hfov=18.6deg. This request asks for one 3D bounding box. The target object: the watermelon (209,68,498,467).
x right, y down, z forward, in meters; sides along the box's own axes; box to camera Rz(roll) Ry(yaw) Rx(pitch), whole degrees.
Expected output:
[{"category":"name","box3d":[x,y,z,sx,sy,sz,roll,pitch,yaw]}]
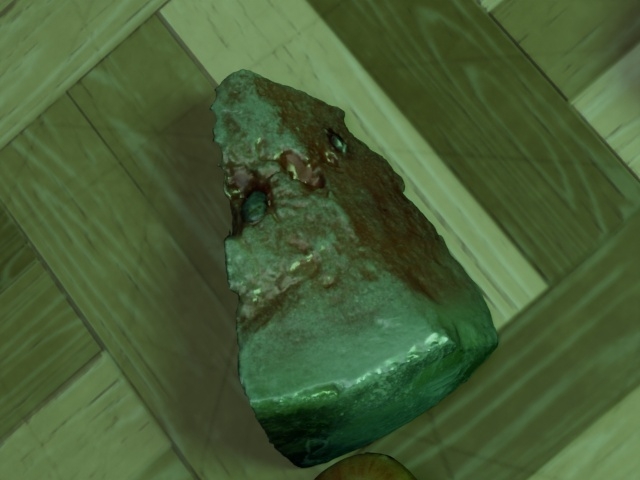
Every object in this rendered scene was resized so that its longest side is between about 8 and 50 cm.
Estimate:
[{"category":"watermelon","box3d":[0.000,0.000,1.218,0.154,0.094,0.241,-25,66,4]}]

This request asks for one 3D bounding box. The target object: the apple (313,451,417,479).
[{"category":"apple","box3d":[0.029,0.168,1.163,0.084,0.071,0.084,-2,83,19]}]
